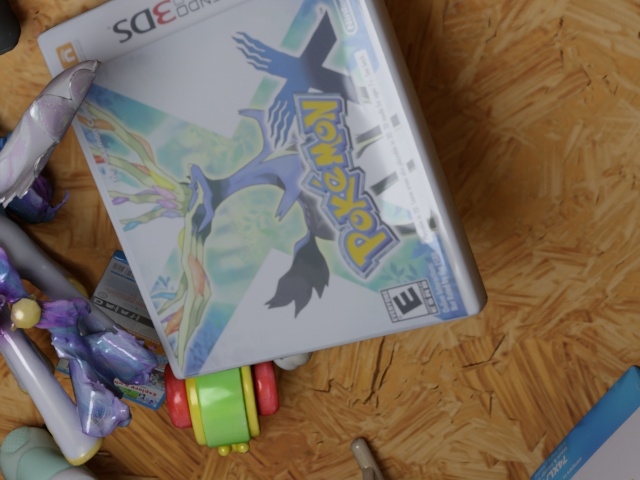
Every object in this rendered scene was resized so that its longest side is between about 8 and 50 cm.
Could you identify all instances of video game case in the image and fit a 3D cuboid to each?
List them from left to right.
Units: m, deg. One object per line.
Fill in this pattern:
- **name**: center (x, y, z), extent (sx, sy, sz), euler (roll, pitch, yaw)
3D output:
- **video game case**: center (-0.190, 0.097, 1.028), extent (0.119, 0.015, 0.166), euler (25, 119, -14)
- **video game case**: center (-0.055, -0.062, 0.808), extent (0.300, 0.036, 0.329), euler (-16, 101, 28)

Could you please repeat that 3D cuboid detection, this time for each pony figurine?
- **pony figurine**: center (-0.283, 0.009, 0.812), extent (0.303, 0.351, 0.363), euler (-39, 117, -15)

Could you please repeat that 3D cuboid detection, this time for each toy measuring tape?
- **toy measuring tape**: center (-0.102, 0.099, 0.950), extent (0.121, 0.121, 0.330), euler (-2, 128, 3)

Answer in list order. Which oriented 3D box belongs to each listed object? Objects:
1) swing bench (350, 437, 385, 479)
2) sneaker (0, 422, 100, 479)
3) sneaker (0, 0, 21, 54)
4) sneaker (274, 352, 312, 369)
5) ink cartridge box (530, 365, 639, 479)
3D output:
- **swing bench**: center (-0.008, 0.395, 1.121), extent (0.253, 0.165, 0.254), euler (-23, 119, 15)
- **sneaker**: center (-0.266, 0.303, 1.113), extent (0.094, 0.151, 0.256), euler (-38, 134, -22)
- **sneaker**: center (-0.309, -0.272, 0.753), extent (0.130, 0.109, 0.286), euler (-26, 120, 9)
- **sneaker**: center (0.000, 0.000, 0.915), extent (0.118, 0.110, 0.292), euler (0, 123, -9)
- **ink cartridge box**: center (0.363, 0.310, 0.993), extent (0.198, 0.270, 0.197), euler (25, 120, -13)
